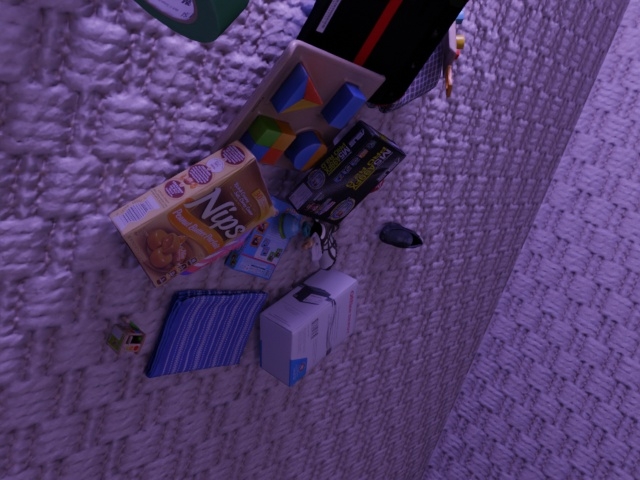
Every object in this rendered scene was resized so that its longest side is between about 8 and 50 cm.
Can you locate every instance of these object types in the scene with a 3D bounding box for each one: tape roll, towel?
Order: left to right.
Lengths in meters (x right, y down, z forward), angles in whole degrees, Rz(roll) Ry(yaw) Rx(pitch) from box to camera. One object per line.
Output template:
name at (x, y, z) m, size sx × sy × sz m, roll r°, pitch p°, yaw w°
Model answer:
tape roll at (-0.252, -0.442, 0.971) m, size 0.077 × 0.321 × 0.321 m, roll -51°, pitch 146°, yaw -11°
towel at (-0.288, 0.241, 1.708) m, size 0.336 × 0.040 × 0.243 m, roll 4°, pitch 112°, yaw -54°
towel at (0.227, -0.503, 1.735) m, size 0.235 × 0.121 × 0.283 m, roll -33°, pitch 138°, yaw -35°

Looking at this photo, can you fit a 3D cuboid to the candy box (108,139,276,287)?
candy box at (-0.266, -0.056, 1.404) m, size 0.317 × 0.087 × 0.182 m, roll -32°, pitch 141°, yaw -13°

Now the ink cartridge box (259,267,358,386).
ink cartridge box at (-0.033, 0.248, 1.946) m, size 0.307 × 0.129 × 0.223 m, roll -34°, pitch 139°, yaw -41°

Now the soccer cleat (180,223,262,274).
soccer cleat at (-0.236, 0.006, 1.549) m, size 0.248 × 0.083 × 0.095 m, roll -49°, pitch 126°, yaw -24°

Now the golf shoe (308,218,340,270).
golf shoe at (0.000, 0.000, 1.880) m, size 0.094 × 0.077 × 0.198 m, roll -14°, pitch 120°, yaw -34°

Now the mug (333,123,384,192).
mug at (0.124, -0.230, 1.793) m, size 0.150 × 0.113 × 0.169 m, roll -45°, pitch 135°, yaw -26°

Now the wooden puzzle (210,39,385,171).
wooden puzzle at (-0.036, -0.274, 1.483) m, size 0.348 × 0.080 × 0.322 m, roll 0°, pitch 140°, yaw -51°

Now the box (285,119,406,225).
box at (0.069, -0.162, 1.648) m, size 0.270 × 0.060 × 0.216 m, roll -44°, pitch 155°, yaw 15°

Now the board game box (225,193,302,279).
board game box at (-0.142, -0.009, 1.706) m, size 0.160 × 0.039 × 0.211 m, roll 24°, pitch 96°, yaw -56°

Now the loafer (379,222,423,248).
loafer at (0.277, -0.012, 2.214) m, size 0.223 × 0.078 × 0.076 m, roll 8°, pitch 108°, yaw -54°

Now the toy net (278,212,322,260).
toy net at (-0.046, -0.025, 1.754) m, size 0.232 × 0.045 × 0.122 m, roll 56°, pitch 38°, yaw -58°

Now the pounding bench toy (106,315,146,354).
pounding bench toy at (-0.432, 0.212, 1.483) m, size 0.065 × 0.052 × 0.083 m, roll 13°, pitch 105°, yaw -55°

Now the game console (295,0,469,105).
game console at (0.131, -0.492, 1.488) m, size 0.342 × 0.060 × 0.386 m, roll 9°, pitch 133°, yaw -31°

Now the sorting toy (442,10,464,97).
sorting toy at (0.358, -0.554, 1.762) m, size 0.196 × 0.047 × 0.347 m, roll 55°, pitch 34°, yaw -82°
